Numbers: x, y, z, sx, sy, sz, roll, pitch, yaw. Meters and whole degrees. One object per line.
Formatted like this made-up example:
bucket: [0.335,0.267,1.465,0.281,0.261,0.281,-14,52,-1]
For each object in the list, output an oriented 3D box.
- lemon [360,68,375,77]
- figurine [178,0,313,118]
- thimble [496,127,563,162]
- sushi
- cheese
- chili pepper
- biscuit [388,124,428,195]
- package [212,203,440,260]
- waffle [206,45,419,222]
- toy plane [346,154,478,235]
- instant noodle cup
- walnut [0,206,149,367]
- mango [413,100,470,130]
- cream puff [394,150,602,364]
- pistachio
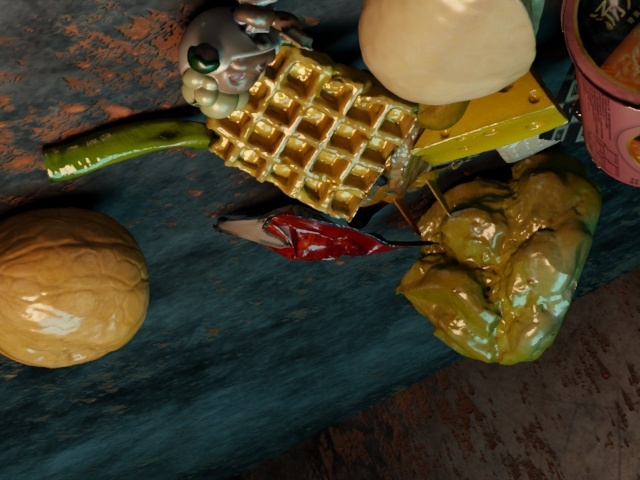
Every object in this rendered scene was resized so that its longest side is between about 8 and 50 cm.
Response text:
lemon: [0.015,-0.132,1.886,0.155,0.114,0.114,-31,163,22]
figurine: [-0.068,-0.194,1.601,0.147,0.093,0.197,-25,168,-45]
thimble: [0.254,-0.158,2.176,0.090,0.102,0.115,-26,164,12]
sushi: [0.353,-0.201,2.116,0.139,0.031,0.201,-3,120,-53]
cheese: [0.184,-0.150,2.006,0.171,0.126,0.093,-36,164,14]
chili pepper: [-0.197,-0.102,1.795,0.201,0.050,0.052,-13,-160,-23]
biscuit: [0.122,-0.148,2.007,0.176,0.031,0.229,-20,143,-58]
package: [0.000,0.000,2.228,0.269,0.071,0.194,16,174,-39]
waffle: [-0.022,-0.129,1.786,0.211,0.055,0.160,25,118,-18]
toy plane: [0.075,-0.093,2.148,0.204,0.103,0.316,-30,156,14]
instant noodle cup: [0.390,-0.188,1.955,0.244,0.244,0.255,-23,154,-4]
walnut: [-0.300,0.054,1.912,0.193,0.193,0.225,-35,162,32]
mango: [0.130,-0.195,1.850,0.115,0.089,0.165,8,133,-25]
cream puff: [0.262,0.012,2.533,0.291,0.257,0.324,-76,-176,-68]
pistachio: [0.132,-0.232,1.603,0.187,0.187,0.299,-20,167,-14]
